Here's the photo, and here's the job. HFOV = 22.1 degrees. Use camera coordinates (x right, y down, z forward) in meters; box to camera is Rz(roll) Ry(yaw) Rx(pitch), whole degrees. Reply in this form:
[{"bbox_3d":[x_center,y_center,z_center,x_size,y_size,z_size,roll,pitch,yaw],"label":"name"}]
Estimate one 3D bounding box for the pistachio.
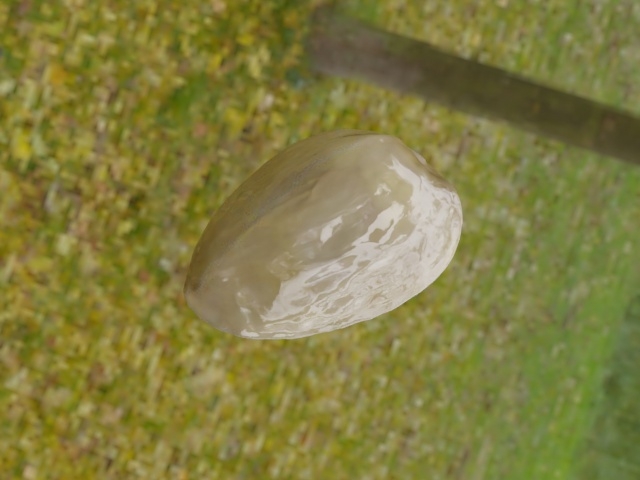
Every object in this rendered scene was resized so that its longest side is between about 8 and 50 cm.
[{"bbox_3d":[0.000,0.000,1.317,0.229,0.157,0.157,-28,160,4],"label":"pistachio"}]
